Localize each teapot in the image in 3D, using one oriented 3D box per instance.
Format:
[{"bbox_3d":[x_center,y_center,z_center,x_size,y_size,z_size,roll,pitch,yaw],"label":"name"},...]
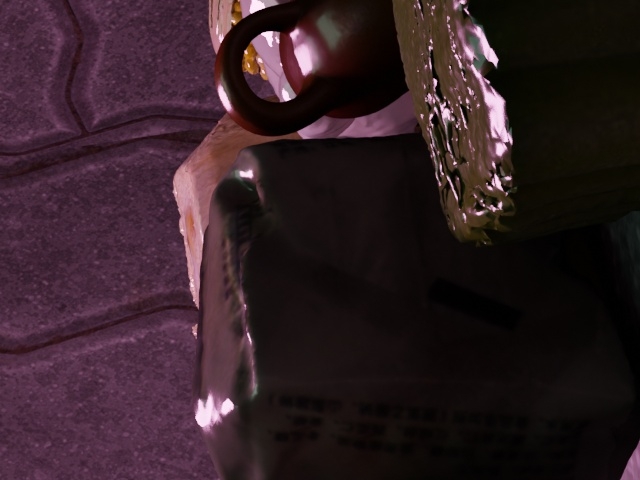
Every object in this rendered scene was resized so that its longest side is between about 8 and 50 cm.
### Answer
[{"bbox_3d":[0.027,-0.152,1.219,0.135,0.252,0.178,53,151,1],"label":"teapot"}]

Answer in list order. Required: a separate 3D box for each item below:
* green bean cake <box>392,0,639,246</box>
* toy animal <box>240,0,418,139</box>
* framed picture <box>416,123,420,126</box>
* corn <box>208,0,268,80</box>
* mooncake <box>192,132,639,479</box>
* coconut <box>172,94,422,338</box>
[{"bbox_3d":[0.104,-0.111,0.955,0.200,0.113,0.214,117,144,-80],"label":"green bean cake"},{"bbox_3d":[0.033,-0.150,1.478,0.310,0.183,0.247,90,171,-71],"label":"toy animal"},{"bbox_3d":[0.081,-0.226,1.966,0.324,0.013,0.244,90,170,-75],"label":"framed picture"},{"bbox_3d":[-0.008,-0.281,1.636,0.122,0.123,0.305,0,-67,-55],"label":"corn"},{"bbox_3d":[0.049,0.046,1.148,0.250,0.254,0.136,-99,14,-48],"label":"mooncake"},{"bbox_3d":[0.000,0.000,1.834,0.297,0.254,0.297,172,90,-80],"label":"coconut"}]
